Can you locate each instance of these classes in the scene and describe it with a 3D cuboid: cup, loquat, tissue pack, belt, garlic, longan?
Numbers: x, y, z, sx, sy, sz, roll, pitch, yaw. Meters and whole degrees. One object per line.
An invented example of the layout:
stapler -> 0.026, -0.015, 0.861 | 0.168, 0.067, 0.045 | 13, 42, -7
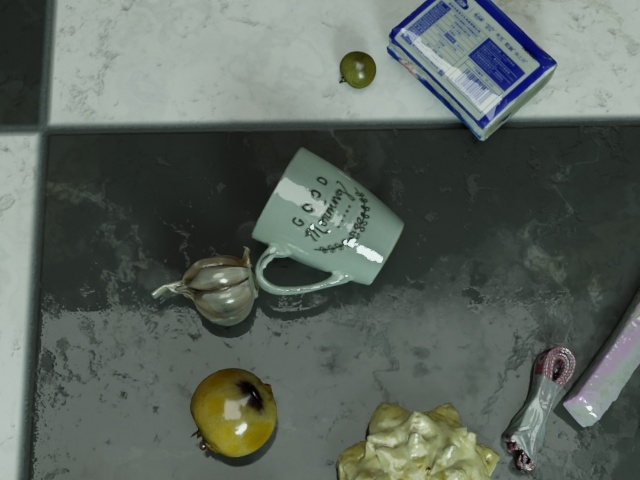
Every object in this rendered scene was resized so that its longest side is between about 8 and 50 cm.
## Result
cup -> 0.000, 0.000, 1.897 | 0.234, 0.186, 0.258 | 31, 75, 0
loquat -> -0.150, 0.294, 1.816 | 0.163, 0.137, 0.163 | 1, 87, -12
tissue pack -> 0.286, -0.348, 2.044 | 0.209, 0.137, 0.270 | -43, 81, -14
belt -> 0.382, 0.292, 1.871 | 0.071, 0.053, 0.232 | 25, 73, -3
garlic -> -0.205, 0.084, 1.887 | 0.194, 0.131, 0.127 | -2, 42, -3
longan -> 0.068, -0.328, 2.070 | 0.083, 0.075, 0.075 | -39, 72, 30

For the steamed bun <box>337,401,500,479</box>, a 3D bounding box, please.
steamed bun -> 0.167, 0.400, 1.790 | 0.296, 0.137, 0.292 | -14, 69, -4

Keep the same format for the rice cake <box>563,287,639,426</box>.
rice cake -> 0.556, 0.177, 1.906 | 0.073, 0.056, 0.365 | 41, 74, -5
